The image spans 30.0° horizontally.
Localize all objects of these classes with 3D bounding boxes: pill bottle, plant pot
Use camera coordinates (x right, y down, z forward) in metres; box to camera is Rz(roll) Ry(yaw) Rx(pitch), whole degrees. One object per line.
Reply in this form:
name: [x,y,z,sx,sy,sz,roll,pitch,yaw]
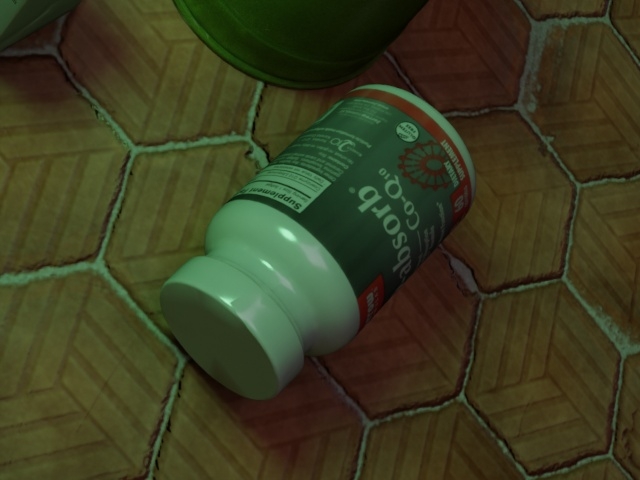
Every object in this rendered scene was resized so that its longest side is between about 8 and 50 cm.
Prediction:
pill bottle: [0.000,0.000,1.364,0.210,0.210,0.363,50,59,-10]
plant pot: [0.039,-0.407,1.408,0.367,0.353,0.366,8,74,-29]

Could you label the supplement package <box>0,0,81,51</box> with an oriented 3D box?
supplement package: [-0.340,-0.334,1.261,0.149,0.194,0.203,-40,99,-32]
